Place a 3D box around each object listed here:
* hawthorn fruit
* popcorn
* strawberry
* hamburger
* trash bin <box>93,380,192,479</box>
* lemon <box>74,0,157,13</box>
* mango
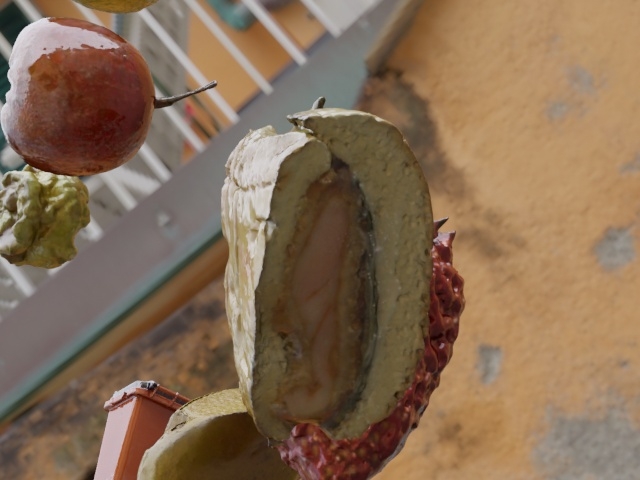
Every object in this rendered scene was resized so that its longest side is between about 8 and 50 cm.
[{"bbox_3d":[-0.352,-0.198,1.896,0.235,0.263,0.231,-61,-17,12],"label":"hawthorn fruit"},{"bbox_3d":[-0.476,-0.041,2.170,0.155,0.197,0.197,6,-42,-29],"label":"popcorn"},{"bbox_3d":[0.025,0.131,1.552,0.292,0.292,0.343,61,-140,-73],"label":"strawberry"},{"bbox_3d":[-0.003,-0.001,1.176,0.162,0.209,0.330,-5,-58,-11],"label":"hamburger"},{"bbox_3d":[-0.337,0.400,2.476,0.184,0.161,0.239,-33,37,49],"label":"trash bin"},{"bbox_3d":[-0.345,-0.503,2.105,0.253,0.253,0.310,-40,-27,0],"label":"lemon"},{"bbox_3d":[-0.124,0.280,1.671,0.262,0.167,0.130,-3,-2,-42],"label":"mango"}]
